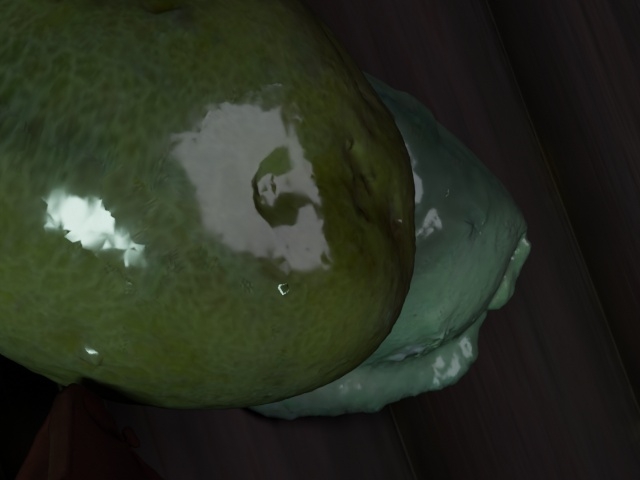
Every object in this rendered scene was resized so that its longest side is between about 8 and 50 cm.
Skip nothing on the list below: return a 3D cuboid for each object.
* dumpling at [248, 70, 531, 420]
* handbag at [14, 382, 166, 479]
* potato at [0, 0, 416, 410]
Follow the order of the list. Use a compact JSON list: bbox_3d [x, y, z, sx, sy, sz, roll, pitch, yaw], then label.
[{"bbox_3d":[0.009,-0.007,0.713,0.217,0.105,0.149,43,40,-29],"label":"dumpling"},{"bbox_3d":[-0.016,0.200,0.485,0.260,0.084,0.275,47,10,-26],"label":"handbag"},{"bbox_3d":[-0.069,-0.036,0.585,0.235,0.160,0.178,50,16,20],"label":"potato"}]
